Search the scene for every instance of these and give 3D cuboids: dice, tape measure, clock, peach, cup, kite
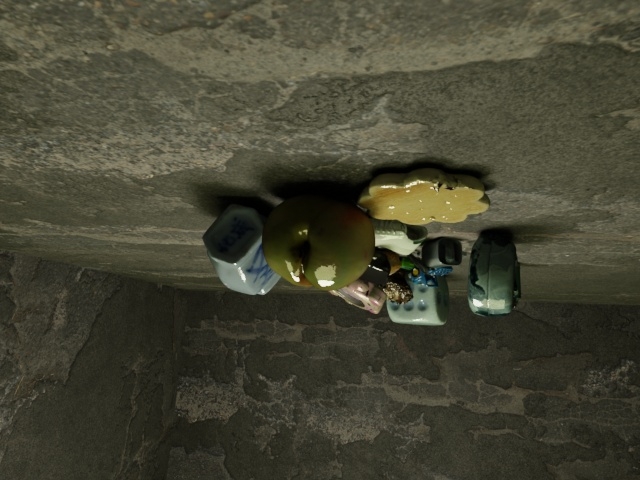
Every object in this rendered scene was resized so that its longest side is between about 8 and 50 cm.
[{"bbox_3d":[0.516,0.306,2.318,0.268,0.264,0.263,-3,166,31],"label":"dice"},{"bbox_3d":[0.568,0.112,1.435,0.147,0.274,0.256,2,164,26],"label":"tape measure"},{"bbox_3d":[0.158,0.228,2.086,0.310,0.114,0.284,31,161,13],"label":"clock"},{"bbox_3d":[0.001,0.001,1.126,0.293,0.247,0.292,-8,-169,2],"label":"peach"},{"bbox_3d":[0.442,0.048,1.561,0.128,0.095,0.129,5,171,-17],"label":"cup"},{"bbox_3d":[0.368,0.078,1.646,0.015,0.169,0.310,-48,151,14],"label":"kite"}]

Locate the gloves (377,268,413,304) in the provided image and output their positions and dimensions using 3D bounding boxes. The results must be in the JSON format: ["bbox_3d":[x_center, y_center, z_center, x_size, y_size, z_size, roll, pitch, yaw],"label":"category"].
[{"bbox_3d":[0.321,0.213,2.196,0.313,0.135,0.210,25,136,14],"label":"gloves"}]

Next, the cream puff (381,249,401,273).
[{"bbox_3d":[0.255,0.095,1.779,0.127,0.103,0.144,-15,162,-30],"label":"cream puff"}]

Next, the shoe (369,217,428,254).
[{"bbox_3d":[0.196,-0.034,1.295,0.265,0.095,0.110,14,145,-29],"label":"shoe"}]

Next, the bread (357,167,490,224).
[{"bbox_3d":[0.239,-0.098,1.034,0.317,0.054,0.316,3,166,1],"label":"bread"}]

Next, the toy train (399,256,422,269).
[{"bbox_3d":[0.395,0.103,1.930,0.209,0.044,0.042,13,165,-38],"label":"toy train"}]

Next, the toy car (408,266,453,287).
[{"bbox_3d":[0.479,0.146,1.889,0.097,0.100,0.191,9,147,-39],"label":"toy car"}]

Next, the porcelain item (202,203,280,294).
[{"bbox_3d":[-0.218,0.038,1.346,0.179,0.242,0.405,36,168,15],"label":"porcelain item"}]

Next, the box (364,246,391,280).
[{"bbox_3d":[0.069,0.047,1.493,0.360,0.090,0.350,18,170,14],"label":"box"}]

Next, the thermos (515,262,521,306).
[{"bbox_3d":[0.816,0.188,1.873,0.073,0.187,0.083,0,169,12],"label":"thermos"}]
